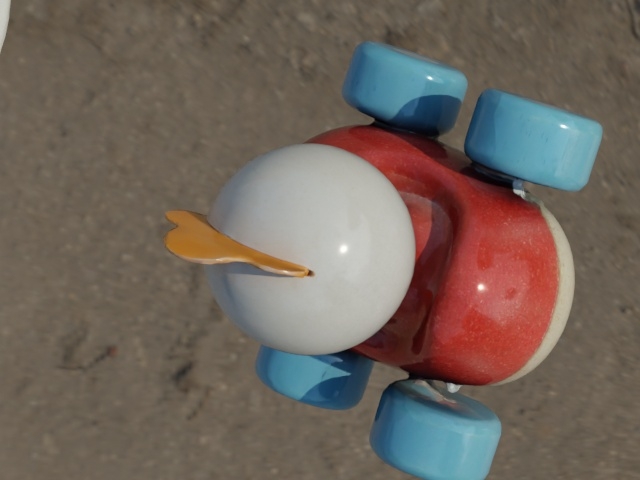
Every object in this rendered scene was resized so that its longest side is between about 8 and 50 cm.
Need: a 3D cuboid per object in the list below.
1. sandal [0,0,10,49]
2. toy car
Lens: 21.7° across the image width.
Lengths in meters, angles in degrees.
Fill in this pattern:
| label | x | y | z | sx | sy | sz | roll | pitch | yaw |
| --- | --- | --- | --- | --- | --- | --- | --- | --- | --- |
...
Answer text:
| label | x | y | z | sx | sy | sz | roll | pitch | yaw |
| --- | --- | --- | --- | --- | --- | --- | --- | --- | --- |
| sandal | -0.328 | -0.221 | 0.838 | 0.102 | 0.416 | 0.169 | 5 | 59 | 55 |
| toy car | 0.000 | 0.000 | 0.921 | 0.210 | 0.238 | 0.219 | 28 | 103 | 44 |
